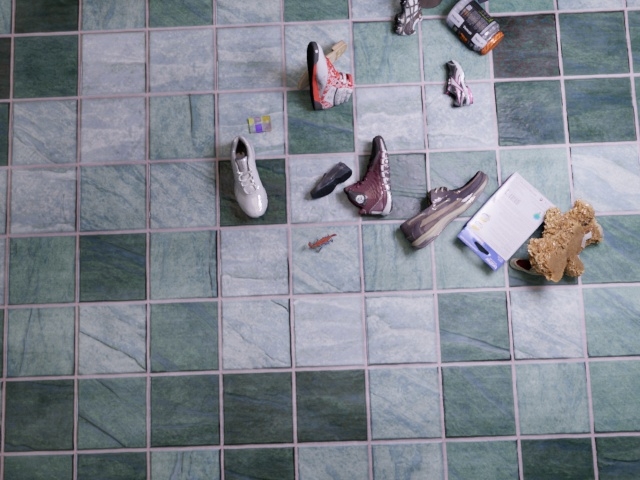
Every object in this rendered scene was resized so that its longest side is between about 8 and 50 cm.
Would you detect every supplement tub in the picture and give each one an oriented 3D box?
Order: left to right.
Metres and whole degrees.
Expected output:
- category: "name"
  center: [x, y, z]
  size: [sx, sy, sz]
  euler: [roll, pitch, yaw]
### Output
- category: "supplement tub"
  center: [0.546, -0.755, 1.732]
  size: [0.117, 0.117, 0.190]
  euler: [-42, 85, -3]

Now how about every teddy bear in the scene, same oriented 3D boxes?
- category: "teddy bear"
  center: [0.816, 0.000, 1.644]
  size: [0.245, 0.113, 0.338]
  euler: [43, 75, -22]

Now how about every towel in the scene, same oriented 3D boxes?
- category: "towel"
  center: [-0.216, -0.418, 1.765]
  size: [0.084, 0.009, 0.060]
  euler: [-7, 85, 0]

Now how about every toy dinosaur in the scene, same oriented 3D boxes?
- category: "toy dinosaur"
  center: [0.000, 0.000, 1.695]
  size: [0.082, 0.090, 0.047]
  euler: [-18, 66, -32]

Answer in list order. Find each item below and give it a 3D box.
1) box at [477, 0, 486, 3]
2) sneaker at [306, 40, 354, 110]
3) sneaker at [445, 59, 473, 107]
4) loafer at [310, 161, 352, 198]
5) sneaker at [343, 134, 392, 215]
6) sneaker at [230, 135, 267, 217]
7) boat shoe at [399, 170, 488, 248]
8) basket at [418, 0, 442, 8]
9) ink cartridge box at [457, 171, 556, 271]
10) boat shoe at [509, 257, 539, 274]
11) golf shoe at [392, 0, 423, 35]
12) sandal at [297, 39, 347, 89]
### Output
- category: "box"
  center: [0.509, -1.008, 1.642]
  size: [0.073, 0.293, 0.295]
  euler: [-11, 57, 38]
- category: "sneaker"
  center: [0.036, -0.564, 1.659]
  size: [0.145, 0.270, 0.090]
  euler: [-14, 58, -6]
- category: "sneaker"
  center: [0.475, -0.554, 1.740]
  size: [0.077, 0.072, 0.178]
  euler: [-22, 79, 9]
- category: "loafer"
  center: [0.030, -0.210, 1.723]
  size: [0.170, 0.062, 0.061]
  euler: [-35, 63, -6]
- category: "sneaker"
  center: [0.157, -0.221, 1.695]
  size: [0.163, 0.106, 0.281]
  euler: [-5, 85, 3]
- category: "sneaker"
  center: [-0.260, -0.220, 1.688]
  size: [0.111, 0.129, 0.296]
  euler: [-16, 86, -3]
- category: "boat shoe"
  center: [0.418, -0.124, 1.667]
  size: [0.355, 0.132, 0.130]
  euler: [-43, 86, -4]
- category: "basket"
  center: [0.372, -0.955, 1.699]
  size: [0.154, 0.227, 0.204]
  euler: [-33, 86, -2]
- category: "ink cartridge box"
  center: [0.633, -0.064, 1.692]
  size: [0.186, 0.065, 0.311]
  euler: [43, 84, 4]
- category: "boat shoe"
  center: [0.723, 0.090, 1.683]
  size: [0.136, 0.045, 0.050]
  euler: [8, 85, 2]
- category: "golf shoe"
  center: [0.325, -0.825, 1.732]
  size: [0.094, 0.198, 0.077]
  euler: [6, 43, -12]
- category: "sandal"
  center: [0.028, -0.605, 1.741]
  size: [0.079, 0.088, 0.240]
  euler: [42, 81, 8]
